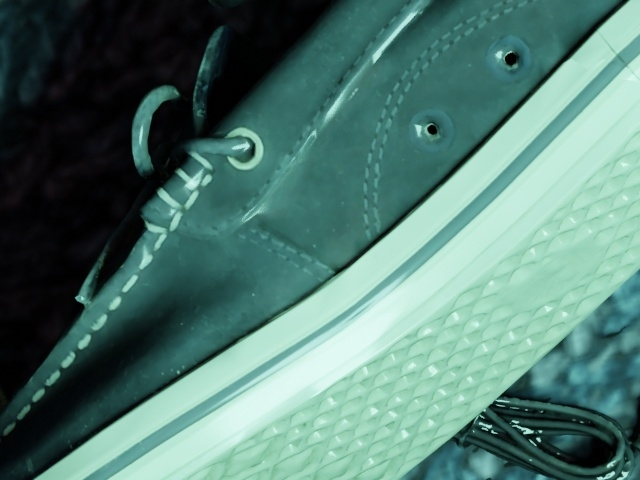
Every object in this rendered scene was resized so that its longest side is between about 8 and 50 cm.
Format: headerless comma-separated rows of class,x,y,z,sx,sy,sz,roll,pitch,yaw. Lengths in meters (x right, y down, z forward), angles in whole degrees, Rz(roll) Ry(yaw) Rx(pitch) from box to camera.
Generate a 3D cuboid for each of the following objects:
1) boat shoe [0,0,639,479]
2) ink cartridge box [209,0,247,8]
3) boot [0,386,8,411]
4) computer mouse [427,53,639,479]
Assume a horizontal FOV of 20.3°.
boat shoe,0.000,0.000,0.728,0.500,0.187,0.156,-42,65,12
ink cartridge box,-0.014,-0.268,0.798,0.201,0.117,0.278,-25,93,1
boot,-0.254,0.032,0.831,0.165,0.077,0.213,-28,100,2
computer mouse,0.120,-0.008,0.843,0.184,0.060,0.262,23,93,-1
